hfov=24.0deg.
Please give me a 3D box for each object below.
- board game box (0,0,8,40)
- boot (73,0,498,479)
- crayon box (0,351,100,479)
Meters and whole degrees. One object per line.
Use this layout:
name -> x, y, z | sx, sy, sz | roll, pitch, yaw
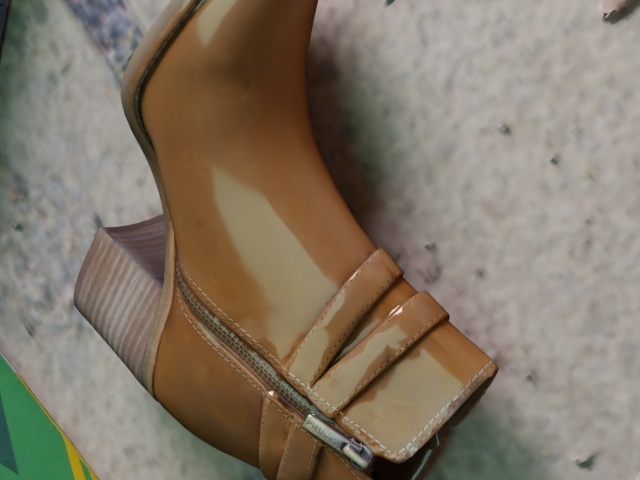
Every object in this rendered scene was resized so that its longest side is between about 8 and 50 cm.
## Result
board game box -> -0.205, -0.106, 0.635 | 0.194, 0.060, 0.194 | 11, 105, 30
boot -> 0.000, 0.000, 0.524 | 0.152, 0.073, 0.197 | 38, 130, 21
crayon box -> -0.151, 0.189, 0.650 | 0.318, 0.081, 0.202 | 48, 120, 14
